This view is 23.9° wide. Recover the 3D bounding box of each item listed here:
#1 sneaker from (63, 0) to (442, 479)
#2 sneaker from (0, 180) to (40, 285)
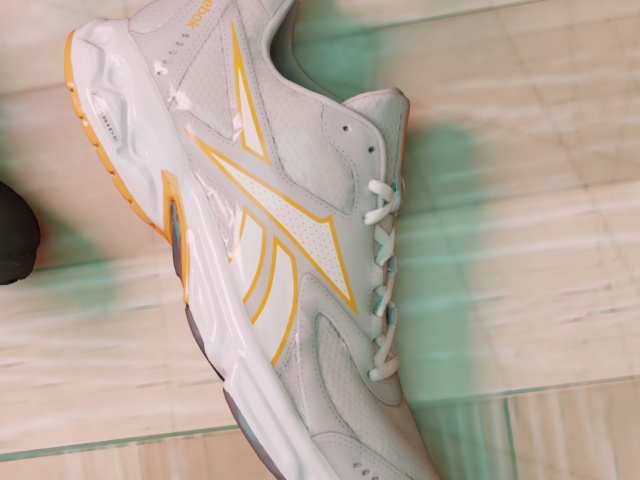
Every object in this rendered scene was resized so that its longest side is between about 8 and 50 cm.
[{"bbox_3d":[0.000,0.000,0.626,0.121,0.099,0.262,-30,85,5],"label":"sneaker"},{"bbox_3d":[-0.249,-0.101,0.639,0.330,0.122,0.146,31,93,-6],"label":"sneaker"}]
